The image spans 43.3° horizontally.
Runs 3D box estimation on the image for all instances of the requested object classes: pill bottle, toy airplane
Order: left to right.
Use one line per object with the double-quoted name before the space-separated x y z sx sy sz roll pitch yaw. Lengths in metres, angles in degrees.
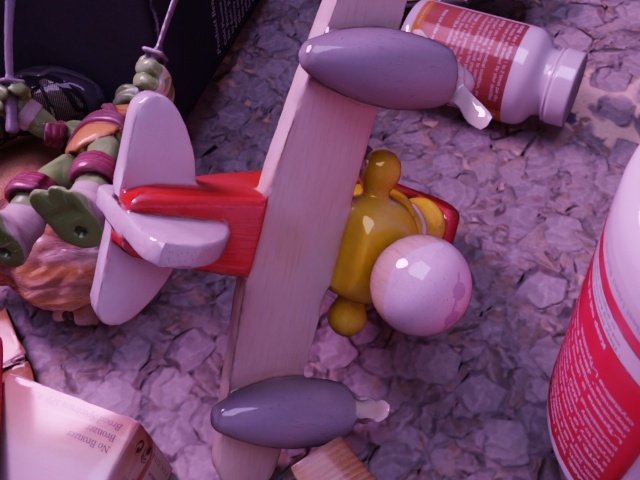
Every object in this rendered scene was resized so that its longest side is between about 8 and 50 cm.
"toy airplane" 0.000 0.000 0.705 0.272 0.386 0.384 26 62 33
"pill bottle" 0.208 -0.214 0.993 0.216 0.121 0.121 21 60 19
"pill bottle" 0.294 0.101 0.591 0.229 0.408 0.229 -2 56 4

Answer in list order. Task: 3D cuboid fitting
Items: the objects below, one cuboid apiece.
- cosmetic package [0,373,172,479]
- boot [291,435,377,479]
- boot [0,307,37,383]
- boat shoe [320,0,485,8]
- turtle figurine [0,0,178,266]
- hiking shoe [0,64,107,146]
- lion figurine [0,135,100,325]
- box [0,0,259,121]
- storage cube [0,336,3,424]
"cosmetic package" -0.270 0.285 0.691 0.153 0.129 0.296 15 59 16
"boot" -0.035 0.325 0.663 0.295 0.104 0.211 -34 73 -1
"boot" -0.457 0.141 0.836 0.280 0.096 0.264 -30 51 -19
"boat shoe" 0.149 -0.345 1.110 0.305 0.091 0.109 3 19 6
"turtle figurine" -0.243 -0.125 0.767 0.197 0.275 0.266 12 44 0
"hiking shoe" -0.354 -0.132 0.895 0.226 0.086 0.114 -3 42 2
"lion figurine" -0.356 -0.061 0.939 0.240 0.142 0.392 -13 50 -14
"box" -0.338 -0.416 1.053 0.479 0.297 0.472 10 47 13
"storage cube" -0.391 0.130 0.641 0.183 0.193 0.215 -25 44 5
